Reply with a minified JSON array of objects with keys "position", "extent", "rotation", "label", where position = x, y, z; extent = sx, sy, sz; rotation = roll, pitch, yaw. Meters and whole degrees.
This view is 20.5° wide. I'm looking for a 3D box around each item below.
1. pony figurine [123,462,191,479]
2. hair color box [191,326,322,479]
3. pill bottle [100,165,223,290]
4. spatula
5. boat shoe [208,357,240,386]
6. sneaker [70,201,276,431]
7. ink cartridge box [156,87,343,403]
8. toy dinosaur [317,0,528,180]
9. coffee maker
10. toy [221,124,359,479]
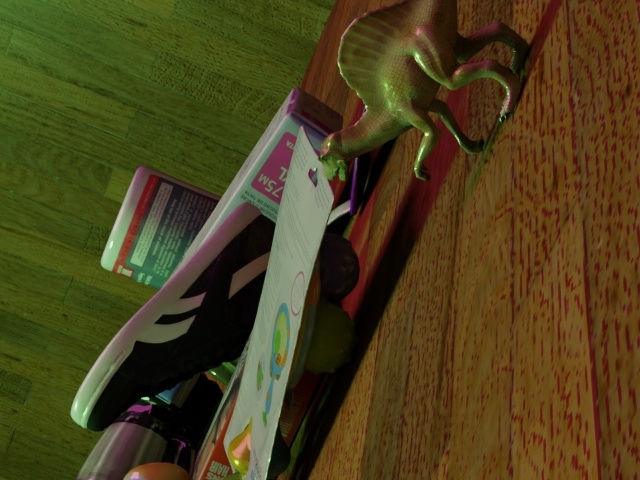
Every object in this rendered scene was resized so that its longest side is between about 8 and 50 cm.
[{"position":[-0.255,0.335,1.234],"extent":[0.363,0.351,0.302],"rotation":[-80,-25,-52],"label":"pony figurine"},{"position":[-0.042,0.118,1.272],"extent":[0.093,0.053,0.167],"rotation":[-83,15,-67],"label":"hair color box"},{"position":[-0.109,0.009,1.693],"extent":[0.108,0.180,0.108],"rotation":[-158,90,-85],"label":"pill bottle"},{"position":[0.000,0.000,1.444],"extent":[0.084,0.030,0.296],"rotation":[-73,7,-52],"label":"spatula"},{"position":[-0.065,0.090,1.615],"extent":[0.072,0.068,0.190],"rotation":[-55,10,2],"label":"boat shoe"},{"position":[-0.079,0.083,1.342],"extent":[0.217,0.121,0.079],"rotation":[-50,-7,-14],"label":"sneaker"},{"position":[-0.086,0.018,1.525],"extent":[0.311,0.065,0.186],"rotation":[-54,6,10],"label":"ink cartridge box"},{"position":[0.058,-0.097,0.904],"extent":[0.053,0.093,0.183],"rotation":[-84,17,-70],"label":"toy dinosaur"},{"position":[-0.174,0.222,1.781],"extent":[0.171,0.120,0.178],"rotation":[102,-170,-55],"label":"coffee maker"},{"position":[-0.010,0.061,1.131],"extent":[0.137,0.056,0.237],"rotation":[-114,38,-66],"label":"toy"}]
